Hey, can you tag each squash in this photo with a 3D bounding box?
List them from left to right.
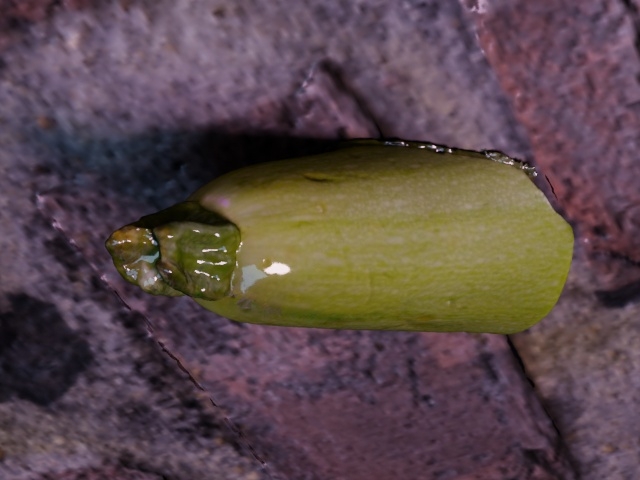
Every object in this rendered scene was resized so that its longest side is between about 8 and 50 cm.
[{"bbox_3d":[0.001,-0.003,0.512,0.200,0.075,0.090,4,158,-33],"label":"squash"}]
